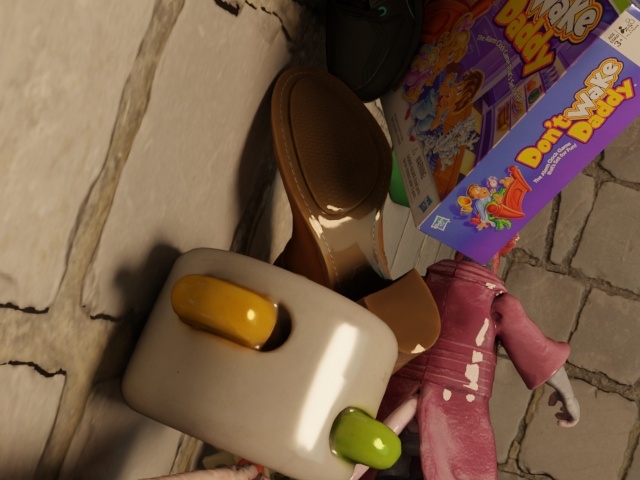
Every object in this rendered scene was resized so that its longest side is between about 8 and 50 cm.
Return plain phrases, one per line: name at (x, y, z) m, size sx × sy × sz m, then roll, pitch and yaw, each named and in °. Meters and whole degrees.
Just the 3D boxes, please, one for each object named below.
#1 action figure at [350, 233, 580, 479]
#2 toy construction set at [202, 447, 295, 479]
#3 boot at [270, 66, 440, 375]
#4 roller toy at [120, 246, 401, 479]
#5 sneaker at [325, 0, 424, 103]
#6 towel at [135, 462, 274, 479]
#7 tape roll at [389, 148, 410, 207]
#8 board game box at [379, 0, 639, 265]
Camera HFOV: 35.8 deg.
action figure at (0.107, 0.133, 0.987) m, size 0.275 × 0.248 × 0.370 m, roll 33°, pitch 68°, yaw -54°
toy construction set at (-0.013, 0.232, 1.117) m, size 0.327 × 0.151 × 0.215 m, roll -33°, pitch 142°, yaw -66°
boot at (0.000, 0.000, 0.930) m, size 0.109 × 0.284 × 0.220 m, roll -26°, pitch 176°, yaw -26°
roller toy at (-0.045, 0.092, 0.763) m, size 0.191 × 0.209 × 0.146 m, roll -4°, pitch -119°, yaw 63°
sneaker at (0.036, -0.253, 0.859) m, size 0.106 × 0.101 × 0.268 m, roll -16°, pitch 118°, yaw -56°
towel at (-0.172, 0.289, 0.628) m, size 0.332 × 0.053 × 0.317 m, roll -52°, pitch 165°, yaw 0°
tape roll at (0.195, -0.199, 1.492) m, size 0.321 × 0.077 × 0.321 m, roll 20°, pitch 90°, yaw -75°
board game box at (0.155, -0.179, 0.872) m, size 0.233 × 0.078 × 0.347 m, roll -48°, pitch -150°, yaw 27°
